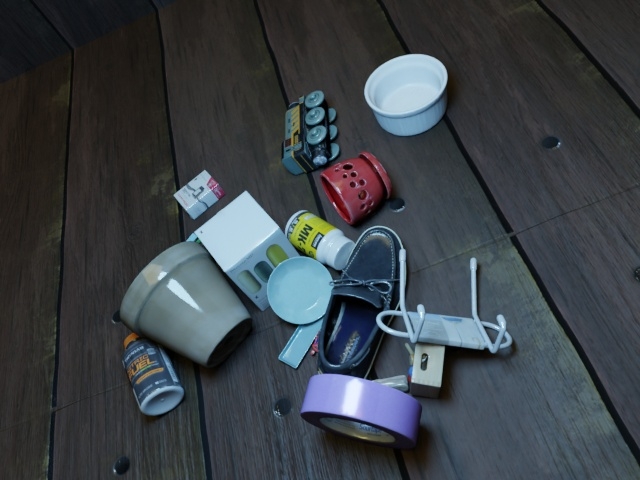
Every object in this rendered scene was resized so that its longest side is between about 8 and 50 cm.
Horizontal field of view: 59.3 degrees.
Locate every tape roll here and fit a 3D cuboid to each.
[{"bbox_3d":[0.095,0.404,1.320,0.275,0.275,0.090,4,61,23],"label":"tape roll"}]

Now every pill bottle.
[{"bbox_3d":[0.000,0.000,1.719,0.208,0.119,0.119,31,74,34],"label":"pill bottle"},{"bbox_3d":[-0.504,0.382,1.660,0.130,0.130,0.245,-36,52,-4],"label":"pill bottle"}]

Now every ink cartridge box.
[{"bbox_3d":[-0.439,-0.165,2.034,0.150,0.063,0.109,-40,53,-8],"label":"ink cartridge box"}]

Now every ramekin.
[{"bbox_3d":[0.299,-0.488,1.912,0.277,0.135,0.277,-10,56,14],"label":"ramekin"}]

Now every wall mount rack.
[{"bbox_3d":[0.319,0.155,1.432,0.350,0.130,0.304,8,25,-6],"label":"wall mount rack"}]

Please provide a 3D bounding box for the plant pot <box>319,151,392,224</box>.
[{"bbox_3d":[0.116,-0.171,1.743,0.174,0.191,0.191,-33,53,-5],"label":"plant pot"}]

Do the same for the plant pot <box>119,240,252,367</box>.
[{"bbox_3d":[-0.362,0.211,1.633,0.280,0.323,0.323,38,77,15],"label":"plant pot"}]

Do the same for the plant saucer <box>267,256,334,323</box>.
[{"bbox_3d":[-0.058,0.144,1.638,0.195,0.037,0.195,0,87,-5],"label":"plant saucer"}]

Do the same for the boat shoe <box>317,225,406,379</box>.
[{"bbox_3d":[0.115,0.162,1.536,0.187,0.156,0.500,12,62,20],"label":"boat shoe"}]

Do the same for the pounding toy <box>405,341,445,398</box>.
[{"bbox_3d":[0.257,0.312,1.421,0.100,0.130,0.141,7,61,11],"label":"pounding toy"}]

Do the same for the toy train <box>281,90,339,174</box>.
[{"bbox_3d":[-0.045,-0.385,1.986,0.190,0.142,0.334,-18,53,21],"label":"toy train"}]

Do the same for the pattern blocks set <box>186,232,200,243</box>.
[{"bbox_3d":[-0.483,0.102,1.765,0.026,0.285,0.325,41,81,-1],"label":"pattern blocks set"}]

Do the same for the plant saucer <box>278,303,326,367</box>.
[{"bbox_3d":[-0.043,0.275,1.621,0.067,0.018,0.192,22,69,31],"label":"plant saucer"}]

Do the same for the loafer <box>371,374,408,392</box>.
[{"bbox_3d":[0.166,0.377,1.460,0.125,0.045,0.039,-10,38,15],"label":"loafer"}]

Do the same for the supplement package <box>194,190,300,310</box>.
[{"bbox_3d":[-0.198,0.036,1.682,0.199,0.262,0.198,-40,53,-6],"label":"supplement package"}]

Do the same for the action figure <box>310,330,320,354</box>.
[{"bbox_3d":[0.008,0.276,1.594,0.038,0.030,0.115,27,73,28],"label":"action figure"}]
